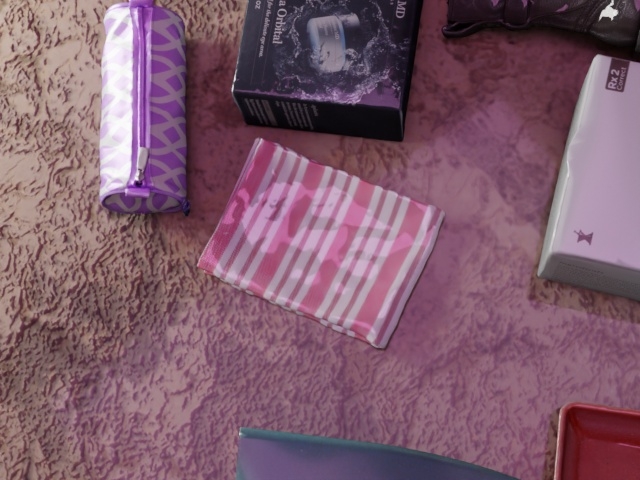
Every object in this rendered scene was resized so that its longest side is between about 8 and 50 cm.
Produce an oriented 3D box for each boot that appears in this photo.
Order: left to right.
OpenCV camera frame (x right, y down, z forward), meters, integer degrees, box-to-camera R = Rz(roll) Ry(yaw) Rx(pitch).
[{"bbox_3d":[0.241,-0.297,0.953,0.229,0.091,0.263,18,87,20],"label":"boot"}]

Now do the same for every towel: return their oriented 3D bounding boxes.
[{"bbox_3d":[0.000,0.000,0.956,0.197,0.029,0.144,23,81,11],"label":"towel"}]

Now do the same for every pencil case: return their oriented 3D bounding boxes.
[{"bbox_3d":[-0.169,-0.123,0.973,0.086,0.088,0.206,-4,76,3],"label":"pencil case"}]

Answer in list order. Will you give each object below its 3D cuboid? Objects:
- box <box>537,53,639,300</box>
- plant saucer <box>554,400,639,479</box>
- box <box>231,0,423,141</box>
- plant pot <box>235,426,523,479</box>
[{"bbox_3d":[0.298,-0.042,0.884,0.182,0.119,0.181,13,79,10],"label":"box"},{"bbox_3d":[0.312,0.278,0.831,0.258,0.047,0.259,7,68,9],"label":"plant saucer"},{"bbox_3d":[0.011,-0.187,0.965,0.158,0.093,0.156,7,78,7],"label":"box"},{"bbox_3d":[0.049,0.243,0.832,0.234,0.165,0.165,2,77,-1],"label":"plant pot"}]
